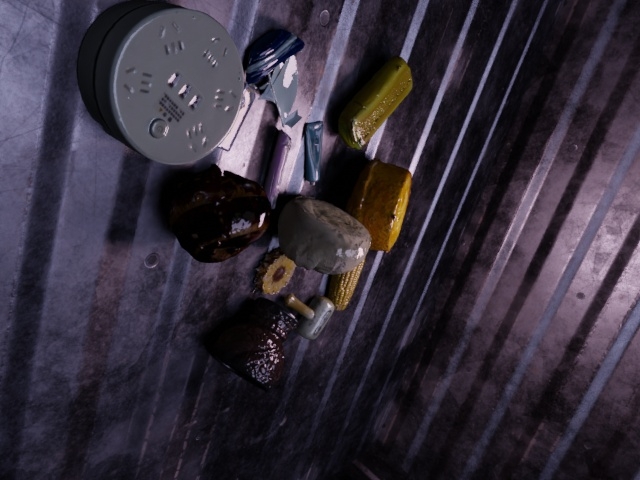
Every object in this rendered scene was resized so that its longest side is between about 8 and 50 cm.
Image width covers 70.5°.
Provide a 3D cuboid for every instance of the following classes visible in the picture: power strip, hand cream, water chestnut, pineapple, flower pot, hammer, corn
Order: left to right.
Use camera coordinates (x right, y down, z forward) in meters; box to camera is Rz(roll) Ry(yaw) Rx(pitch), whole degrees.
[{"bbox_3d":[-0.340,-0.362,1.024,0.357,0.161,0.358,-32,137,-36],"label":"power strip"},{"bbox_3d":[-0.281,-0.088,1.251,0.300,0.300,0.300,-32,137,-36],"label":"water chestnut"},{"bbox_3d":[-0.220,0.367,1.646,0.267,0.266,0.267,-56,147,-23],"label":"flower pot"},{"bbox_3d":[-0.169,0.123,1.706,0.221,0.047,0.221,-33,138,-35],"label":"pineapple"},{"bbox_3d":[-0.069,0.299,1.921,0.202,0.113,0.305,-59,141,-8],"label":"hammer"},{"bbox_3d":[-0.023,-0.303,1.594,0.083,0.048,0.225,-23,126,-39],"label":"hand cream"},{"bbox_3d":[0.113,0.158,2.027,0.130,0.130,0.347,-12,123,-48],"label":"corn"}]

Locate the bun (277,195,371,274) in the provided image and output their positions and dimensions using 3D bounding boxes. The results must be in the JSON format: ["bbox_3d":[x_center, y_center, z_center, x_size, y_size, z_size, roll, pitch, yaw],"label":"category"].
[{"bbox_3d":[0.000,0.000,1.585,0.359,0.359,0.211,0,121,-52],"label":"bun"}]

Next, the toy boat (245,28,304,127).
[{"bbox_3d":[-0.131,-0.455,1.316,0.210,0.070,0.292,-25,136,-38],"label":"toy boat"}]

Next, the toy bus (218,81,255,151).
[{"bbox_3d":[-0.246,-0.343,1.250,0.191,0.064,0.075,-63,152,3],"label":"toy bus"}]

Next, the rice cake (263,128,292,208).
[{"bbox_3d":[-0.144,-0.226,1.475,0.048,0.055,0.270,-4,119,-46],"label":"rice cake"}]

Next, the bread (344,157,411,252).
[{"bbox_3d":[0.232,-0.143,1.829,0.398,0.215,0.399,16,90,-74],"label":"bread"}]

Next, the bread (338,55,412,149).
[{"bbox_3d":[0.194,-0.508,1.657,0.384,0.112,0.166,-51,142,-15],"label":"bread"}]
